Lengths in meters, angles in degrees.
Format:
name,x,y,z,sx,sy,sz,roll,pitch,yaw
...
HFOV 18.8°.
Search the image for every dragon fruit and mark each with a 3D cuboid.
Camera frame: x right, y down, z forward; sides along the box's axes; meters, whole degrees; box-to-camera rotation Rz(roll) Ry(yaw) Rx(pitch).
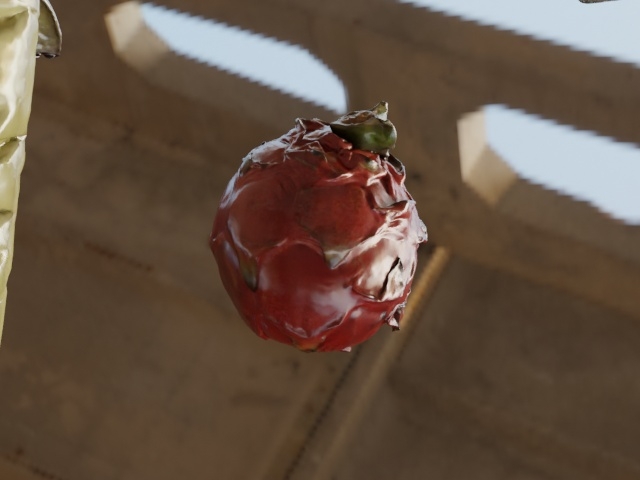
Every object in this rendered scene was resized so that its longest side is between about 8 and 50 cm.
name,x,y,z,sx,sy,sz,roll,pitch,yaw
dragon fruit,0.000,0.000,1.504,0.172,0.209,0.172,1,-152,-1

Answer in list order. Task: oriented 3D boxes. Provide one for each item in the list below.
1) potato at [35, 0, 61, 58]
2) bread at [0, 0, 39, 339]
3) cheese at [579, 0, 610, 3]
name,x,y,z,sx,sy,sz,roll,pitch,yaw
potato,-0.208,-0.155,0.953,0.172,0.089,0.100,4,-136,-19
bread,-0.161,-0.012,0.611,0.106,0.236,0.140,0,-163,-30
cheese,0.278,-0.192,1.419,0.192,0.037,0.097,-10,-153,-12
